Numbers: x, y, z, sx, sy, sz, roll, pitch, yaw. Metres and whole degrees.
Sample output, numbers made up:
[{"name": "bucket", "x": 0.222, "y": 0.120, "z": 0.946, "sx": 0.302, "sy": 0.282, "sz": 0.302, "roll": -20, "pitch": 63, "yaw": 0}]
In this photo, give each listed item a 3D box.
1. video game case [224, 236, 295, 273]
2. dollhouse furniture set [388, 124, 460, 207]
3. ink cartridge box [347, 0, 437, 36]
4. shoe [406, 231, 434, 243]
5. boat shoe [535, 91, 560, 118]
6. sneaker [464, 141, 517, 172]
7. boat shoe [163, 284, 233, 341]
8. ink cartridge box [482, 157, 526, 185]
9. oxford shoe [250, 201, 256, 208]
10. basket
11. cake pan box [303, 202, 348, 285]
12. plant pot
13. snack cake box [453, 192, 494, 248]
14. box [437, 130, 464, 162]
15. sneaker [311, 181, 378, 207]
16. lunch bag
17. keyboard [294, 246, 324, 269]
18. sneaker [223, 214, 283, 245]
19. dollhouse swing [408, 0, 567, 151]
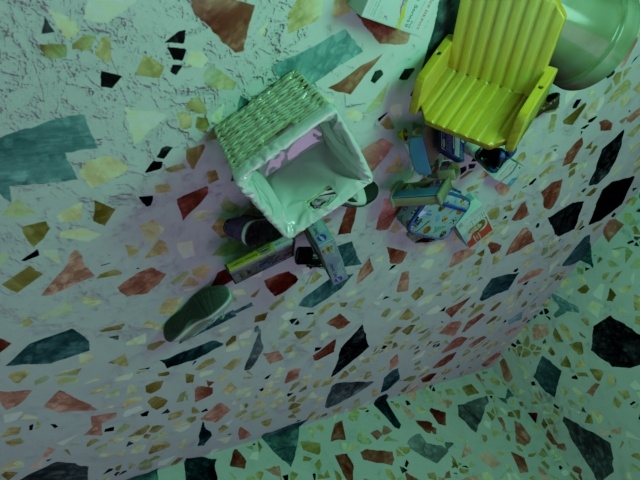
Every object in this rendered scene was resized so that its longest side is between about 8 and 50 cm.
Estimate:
[{"name": "video game case", "x": -0.207, "y": 0.070, "z": 1.850, "sx": 0.248, "sy": 0.035, "sz": 0.275, "roll": -26, "pitch": 170, "yaw": -10}, {"name": "dollhouse furniture set", "x": 0.352, "y": -0.311, "z": 1.905, "sx": 0.286, "sy": 0.198, "sz": 0.303, "roll": -52, "pitch": 131, "yaw": -44}, {"name": "ink cartridge box", "x": 0.204, "y": -0.658, "z": 1.393, "sx": 0.213, "sy": 0.093, "sz": 0.154, "roll": 3, "pitch": 129, "yaw": -35}, {"name": "shoe", "x": 0.478, "y": -0.012, "z": 2.335, "sx": 0.219, "sy": 0.058, "sz": 0.076, "roll": 0, "pitch": 132, "yaw": -36}, {"name": "boat shoe", "x": 0.850, "y": -0.528, "z": 2.035, "sx": 0.207, "sy": 0.073, "sz": 0.073, "roll": -24, "pitch": 141, "yaw": -24}, {"name": "sneaker", "x": 0.668, "y": -0.331, "z": 2.023, "sx": 0.316, "sy": 0.182, "sz": 0.127, "roll": 4, "pitch": 131, "yaw": -38}, {"name": "boat shoe", "x": -0.444, "y": 0.278, "z": 1.946, "sx": 0.320, "sy": 0.118, "sz": 0.103, "roll": -39, "pitch": 149, "yaw": 14}, {"name": "ink cartridge box", "x": 0.786, "y": -0.306, "z": 2.235, "sx": 0.180, "sy": 0.060, "sz": 0.104, "roll": 11, "pitch": 125, "yaw": -42}, {"name": "oxford shoe", "x": -0.135, "y": -0.148, "z": 1.712, "sx": 0.213, "sy": 0.076, "sz": 0.075, "roll": -11, "pitch": 106, "yaw": 12}, {"name": "basket", "x": -0.082, "y": -0.246, "z": 1.503, "sx": 0.328, "sy": 0.266, "sz": 0.331, "roll": -35, "pitch": 143, "yaw": 2}, {"name": "cake pan box", "x": 0.000, "y": 0.000, "z": 1.851, "sx": 0.070, "sy": 0.245, "sz": 0.266, "roll": -26, "pitch": 144, "yaw": -4}, {"name": "plant pot", "x": 0.724, "y": -0.651, "z": 1.574, "sx": 0.281, "sy": 0.323, "sz": 0.323, "roll": 11, "pitch": 126, "yaw": -24}, {"name": "snack cake box", "x": 0.682, "y": -0.085, "z": 2.379, "sx": 0.152, "sy": 0.089, "sz": 0.264, "roll": -40, "pitch": 143, "yaw": 6}, {"name": "box", "x": 0.459, "y": -0.366, "z": 1.855, "sx": 0.037, "sy": 0.136, "sz": 0.225, "roll": -1, "pitch": 174, "yaw": 34}, {"name": "sneaker", "x": 0.080, "y": -0.200, "z": 1.789, "sx": 0.331, "sy": 0.122, "sz": 0.146, "roll": -5, "pitch": 136, "yaw": -33}, {"name": "lunch bag", "x": 0.474, "y": -0.130, "z": 2.164, "sx": 0.304, "sy": 0.115, "sz": 0.243, "roll": 10, "pitch": 123, "yaw": -44}, {"name": "keyboard", "x": -0.027, "y": 0.067, "z": 2.089, "sx": 0.192, "sy": 0.038, "sz": 0.100, "roll": 1, "pitch": 108, "yaw": -35}, {"name": "sneaker", "x": -0.216, "y": -0.054, "z": 1.770, "sx": 0.283, "sy": 0.124, "sz": 0.107, "roll": -6, "pitch": 112, "yaw": -63}, {"name": "dollhouse swing", "x": 0.474, "y": -0.501, "z": 1.493, "sx": 0.315, "sy": 0.347, "sz": 0.305, "roll": -54, "pitch": 158, "yaw": -17}]
